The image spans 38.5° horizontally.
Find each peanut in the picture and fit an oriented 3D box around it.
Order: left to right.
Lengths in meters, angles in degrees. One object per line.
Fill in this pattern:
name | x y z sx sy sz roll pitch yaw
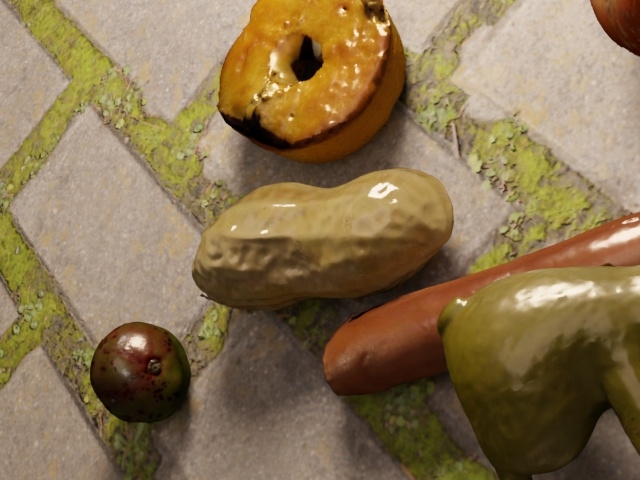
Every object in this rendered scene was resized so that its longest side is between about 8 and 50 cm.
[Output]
peanut | 0.000 0.000 1.020 0.313 0.149 0.149 -9 68 30

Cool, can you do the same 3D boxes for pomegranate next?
pomegranate | -0.221 0.162 1.108 0.130 0.130 0.130 -12 66 29

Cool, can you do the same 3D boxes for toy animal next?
toy animal | 0.283 0.090 0.733 0.363 0.181 0.180 -14 95 22

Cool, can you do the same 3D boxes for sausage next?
sausage | 0.181 0.064 0.903 0.419 0.094 0.094 -22 72 25

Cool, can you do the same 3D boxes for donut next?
donut | -0.012 -0.211 1.115 0.254 0.118 0.253 -10 70 28

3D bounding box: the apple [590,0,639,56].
apple | 0.356 -0.290 0.819 0.206 0.271 0.251 -5 38 -4
